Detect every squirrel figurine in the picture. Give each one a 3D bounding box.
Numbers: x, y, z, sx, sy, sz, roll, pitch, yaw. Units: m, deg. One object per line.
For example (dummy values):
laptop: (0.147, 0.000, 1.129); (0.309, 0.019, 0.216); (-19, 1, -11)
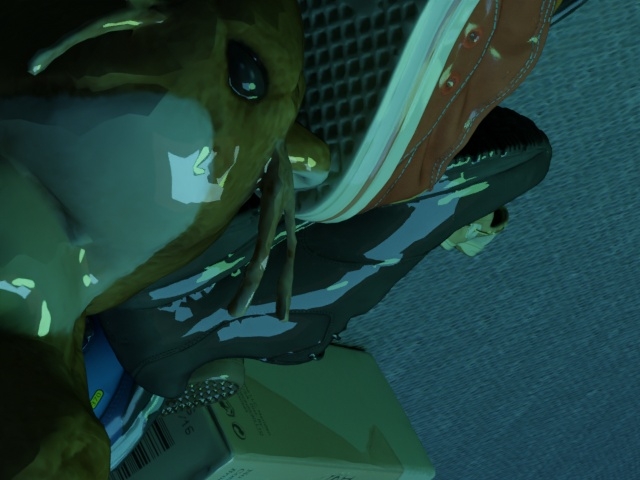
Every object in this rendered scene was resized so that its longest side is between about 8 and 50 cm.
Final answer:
squirrel figurine: (-0.182, 0.005, 0.751); (0.370, 0.281, 0.397); (-46, -164, -15)

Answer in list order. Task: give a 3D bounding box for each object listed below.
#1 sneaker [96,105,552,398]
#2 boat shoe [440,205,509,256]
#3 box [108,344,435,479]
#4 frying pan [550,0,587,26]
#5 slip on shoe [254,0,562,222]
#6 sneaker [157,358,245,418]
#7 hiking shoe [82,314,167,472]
sneaker: (0.000, 0.000, 1.045); (0.286, 0.109, 0.130); (-18, 122, -7)
boat shoe: (0.096, -0.022, 1.239); (0.045, 0.050, 0.135); (-38, 166, 12)
box: (-0.058, 0.153, 1.325); (0.148, 0.121, 0.311); (-39, 155, 20)
frying pan: (0.050, -0.120, 0.970); (0.326, 0.053, 0.197); (-41, 153, 30)
slip on shoe: (0.074, -0.148, 0.808); (0.101, 0.123, 0.331); (-2, 130, -48)
sneaker: (-0.134, 0.081, 1.170); (0.188, 0.071, 0.066); (-12, 154, 19)
hiking shoe: (-0.216, 0.114, 1.074); (0.304, 0.113, 0.132); (-36, 149, 5)
